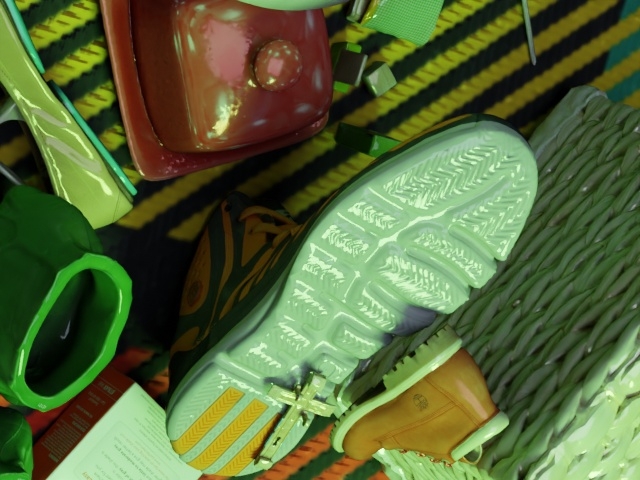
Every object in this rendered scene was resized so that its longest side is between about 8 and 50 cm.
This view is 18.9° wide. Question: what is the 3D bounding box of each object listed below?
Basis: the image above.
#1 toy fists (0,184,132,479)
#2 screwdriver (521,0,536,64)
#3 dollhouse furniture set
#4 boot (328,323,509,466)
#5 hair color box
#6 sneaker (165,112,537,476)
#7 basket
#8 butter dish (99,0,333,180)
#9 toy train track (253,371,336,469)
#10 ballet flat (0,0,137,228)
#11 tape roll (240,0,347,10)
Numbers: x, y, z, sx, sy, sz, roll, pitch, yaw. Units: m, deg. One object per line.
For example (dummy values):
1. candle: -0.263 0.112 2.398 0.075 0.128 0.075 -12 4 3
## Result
1. toy fists: -0.219 0.100 1.241 0.096 0.142 0.279 14 102 -48
2. screwdriver: 0.147 -0.210 1.442 0.025 0.024 0.170 -34 122 -51
3. dollhouse furniture set: 0.054 -0.135 1.387 0.076 0.058 0.152 15 94 -31
4. boot: 0.064 0.125 1.281 0.085 0.158 0.059 50 54 3
5. hair color box: -0.167 0.181 1.344 0.167 0.053 0.093 -48 120 -12
6. sneaker: 0.000 0.000 1.302 0.321 0.180 0.124 -41 121 18
7. basket: 0.244 0.121 1.434 0.331 0.266 0.328 -47 120 -9
8. butter dish: -0.051 -0.124 1.298 0.160 0.118 0.160 -18 109 -25
9. toy train track: -0.020 0.122 1.262 0.048 0.014 0.083 21 119 -22
10. ballet flat: -0.201 -0.096 1.249 0.073 0.080 0.232 -32 115 -5
11. tape roll: 0.001 -0.285 1.213 0.246 0.169 0.246 8 73 -27
